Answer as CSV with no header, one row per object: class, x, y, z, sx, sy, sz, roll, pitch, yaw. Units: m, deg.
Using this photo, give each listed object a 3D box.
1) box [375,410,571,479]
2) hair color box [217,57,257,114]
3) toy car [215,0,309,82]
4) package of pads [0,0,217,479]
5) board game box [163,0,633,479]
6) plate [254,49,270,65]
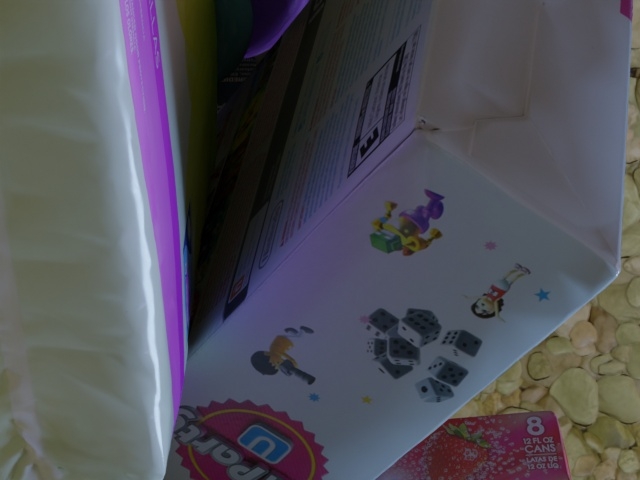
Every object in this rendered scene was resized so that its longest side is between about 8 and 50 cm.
box,0.003,0.178,0.905,0.128,0.256,0.123,86,-2,-52
hair color box,-0.074,-0.035,1.119,0.347,0.105,0.174,-90,177,-50
toy car,-0.071,-0.130,0.847,0.182,0.136,0.159,-88,176,-63
package of pads,-0.096,-0.092,0.607,0.229,0.101,0.297,-88,176,-58
board game box,0.000,0.000,0.746,0.303,0.097,0.224,-45,-160,38
plate,0.001,-0.163,0.942,0.277,0.045,0.278,103,-22,-45
